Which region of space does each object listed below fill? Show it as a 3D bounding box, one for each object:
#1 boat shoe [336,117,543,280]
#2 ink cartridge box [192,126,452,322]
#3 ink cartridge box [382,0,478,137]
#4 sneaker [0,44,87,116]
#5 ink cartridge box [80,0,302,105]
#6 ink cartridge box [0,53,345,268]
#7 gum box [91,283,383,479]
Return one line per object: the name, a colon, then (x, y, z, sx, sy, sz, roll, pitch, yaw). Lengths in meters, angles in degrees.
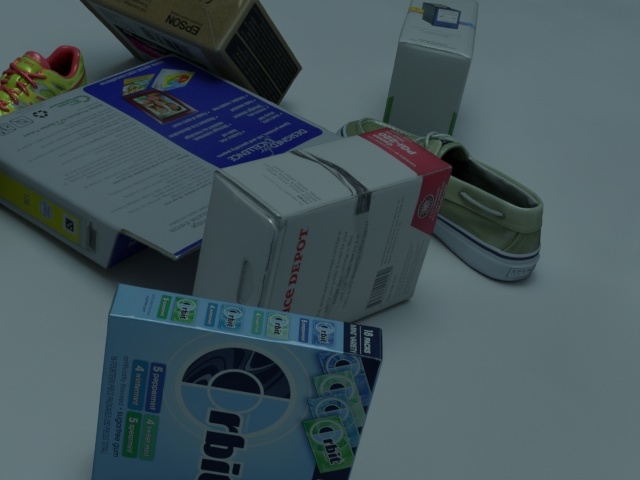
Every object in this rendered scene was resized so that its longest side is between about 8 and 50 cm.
boat shoe: (0.134, -0.071, 1.199, 0.109, 0.094, 0.302, -17, 42, -40)
ink cartridge box: (0.000, 0.000, 0.975, 0.218, 0.158, 0.092, -20, 45, -42)
ink cartridge box: (0.138, -0.209, 1.368, 0.093, 0.154, 0.212, 14, 32, 5)
sneaker: (-0.331, -0.160, 1.179, 0.081, 0.094, 0.208, 24, 34, 16)
ink cartridge box: (-0.162, -0.259, 1.313, 0.235, 0.088, 0.193, 26, -9, 23)
ink cartridge box: (-0.154, -0.078, 1.111, 0.307, 0.072, 0.304, 31, 39, 27)
gum box: (-0.062, 0.118, 0.764, 0.184, 0.157, 0.041, 10, 32, -5)
